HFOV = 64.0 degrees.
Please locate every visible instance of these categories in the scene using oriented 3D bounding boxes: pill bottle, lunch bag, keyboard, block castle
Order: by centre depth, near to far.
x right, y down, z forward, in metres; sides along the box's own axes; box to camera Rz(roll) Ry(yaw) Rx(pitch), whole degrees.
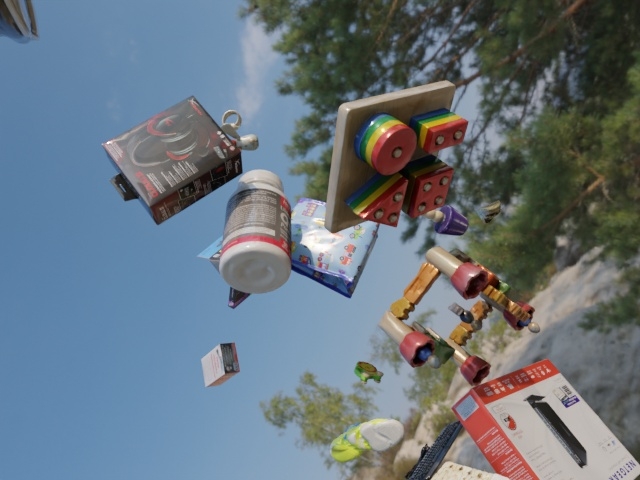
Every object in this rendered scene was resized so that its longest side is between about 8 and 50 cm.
[{"bbox_3d":[-0.163,-0.035,1.337,0.176,0.176,0.319,84,-178,-47],"label":"pill bottle"},{"bbox_3d":[0.400,0.227,1.397,0.453,0.213,0.303,29,-80,-46],"label":"block castle"},{"bbox_3d":[0.000,0.000,1.501,0.138,0.293,0.221,91,-157,-64],"label":"lunch bag"},{"bbox_3d":[0.348,0.689,1.636,0.317,0.033,0.201,-25,-23,-51],"label":"keyboard"}]

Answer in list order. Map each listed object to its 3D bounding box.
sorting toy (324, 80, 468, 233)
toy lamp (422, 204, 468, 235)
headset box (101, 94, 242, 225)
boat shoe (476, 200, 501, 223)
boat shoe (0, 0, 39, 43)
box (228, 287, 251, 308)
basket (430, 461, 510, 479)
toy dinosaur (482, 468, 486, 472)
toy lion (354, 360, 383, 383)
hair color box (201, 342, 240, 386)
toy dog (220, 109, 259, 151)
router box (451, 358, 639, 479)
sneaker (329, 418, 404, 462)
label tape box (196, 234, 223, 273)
[{"bbox_3d":[0.146,-0.135,0.940,0.255,0.089,0.257,-21,-43,-29],"label":"sorting toy"},{"bbox_3d":[0.242,-0.077,1.275,0.080,0.274,0.080,-161,90,-76],"label":"toy lamp"},{"bbox_3d":[-0.377,-0.196,1.286,0.293,0.218,0.110,-35,-16,-18],"label":"headset box"},{"bbox_3d":[0.466,-0.074,1.405,0.153,0.056,0.048,44,-156,-85],"label":"boat shoe"},{"bbox_3d":[-0.497,-0.358,0.778,0.095,0.335,0.112,-11,-75,-20],"label":"boat shoe"},{"bbox_3d":[-0.253,0.133,1.686,0.116,0.029,0.162,-41,-30,-49],"label":"box"},{"bbox_3d":[0.217,0.439,0.777,0.113,0.103,0.167,-19,-69,-48],"label":"basket"},{"bbox_3d":[0.539,0.833,1.522,0.296,0.200,0.127,-52,-20,-41],"label":"toy dinosaur"},{"bbox_3d":[0.144,0.414,1.624,0.100,0.096,0.034,10,-75,-41],"label":"toy lion"},{"bbox_3d":[-0.307,0.381,1.564,0.053,0.093,0.167,0,-26,-33],"label":"hair color box"},{"bbox_3d":[-0.434,-0.417,2.202,0.333,0.220,0.161,-32,11,-12],"label":"toy dog"},{"bbox_3d":[0.495,0.432,1.115,0.335,0.301,0.082,-3,-44,-40],"label":"router box"},{"bbox_3d":[0.138,0.548,1.469,0.091,0.240,0.126,63,-158,-1],"label":"sneaker"},{"bbox_3d":[-0.264,0.052,1.947,0.240,0.333,0.106,-44,-54,-41],"label":"label tape box"}]
